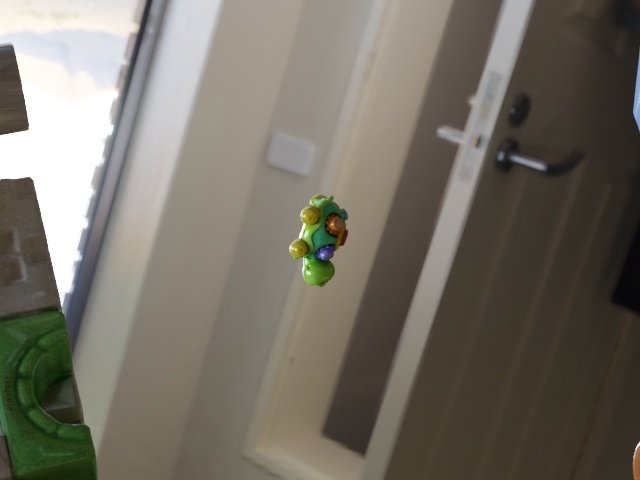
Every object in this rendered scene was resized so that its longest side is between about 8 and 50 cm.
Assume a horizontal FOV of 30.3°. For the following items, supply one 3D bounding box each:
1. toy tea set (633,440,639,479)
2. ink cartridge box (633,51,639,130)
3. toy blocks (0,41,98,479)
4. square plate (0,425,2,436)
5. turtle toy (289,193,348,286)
[{"bbox_3d":[0.321,0.215,0.661,0.124,0.200,0.336,-8,-117,-30],"label":"toy tea set"},{"bbox_3d":[0.395,-0.211,0.980,0.223,0.308,0.129,-1,-143,4],"label":"ink cartridge box"},{"bbox_3d":[-0.242,0.110,0.565,0.260,0.309,0.289,-12,-117,-15],"label":"toy blocks"},{"bbox_3d":[-0.456,0.204,1.258,0.049,0.344,0.347,-7,-173,45],"label":"square plate"},{"bbox_3d":[0.000,0.000,1.610,0.066,0.130,0.095,19,-162,5],"label":"turtle toy"}]
